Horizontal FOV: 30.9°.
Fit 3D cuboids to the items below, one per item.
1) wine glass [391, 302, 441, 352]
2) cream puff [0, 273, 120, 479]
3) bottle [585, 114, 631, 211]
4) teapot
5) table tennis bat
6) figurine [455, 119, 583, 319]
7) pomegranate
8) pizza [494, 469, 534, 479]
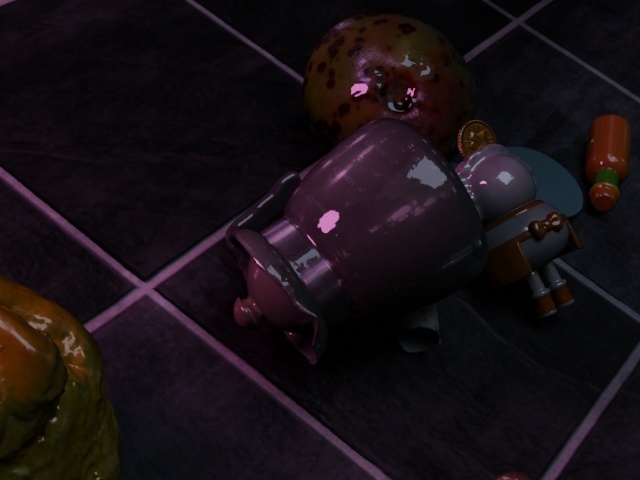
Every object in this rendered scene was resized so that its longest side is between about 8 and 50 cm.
[{"bbox_3d":[0.110,0.033,1.483,0.074,0.074,0.262,8,46,-16],"label":"wine glass"},{"bbox_3d":[-0.320,0.129,1.055,0.323,0.270,0.274,27,37,2],"label":"cream puff"},{"bbox_3d":[0.438,-0.115,1.774,0.069,0.069,0.187,21,43,-2],"label":"bottle"},{"bbox_3d":[0.000,-0.009,1.350,0.285,0.223,0.305,-33,60,-13],"label":"teapot"},{"bbox_3d":[0.281,-0.086,1.703,0.237,0.038,0.149,2,47,-27],"label":"table tennis bat"},{"bbox_3d":[0.254,-0.030,1.519,0.143,0.143,0.271,-27,104,-40],"label":"figurine"},{"bbox_3d":[0.093,-0.215,1.626,0.242,0.242,0.306,16,26,-8],"label":"pomegranate"},{"bbox_3d":[0.165,0.357,1.164,0.161,0.086,0.305,22,47,5],"label":"pizza"}]
